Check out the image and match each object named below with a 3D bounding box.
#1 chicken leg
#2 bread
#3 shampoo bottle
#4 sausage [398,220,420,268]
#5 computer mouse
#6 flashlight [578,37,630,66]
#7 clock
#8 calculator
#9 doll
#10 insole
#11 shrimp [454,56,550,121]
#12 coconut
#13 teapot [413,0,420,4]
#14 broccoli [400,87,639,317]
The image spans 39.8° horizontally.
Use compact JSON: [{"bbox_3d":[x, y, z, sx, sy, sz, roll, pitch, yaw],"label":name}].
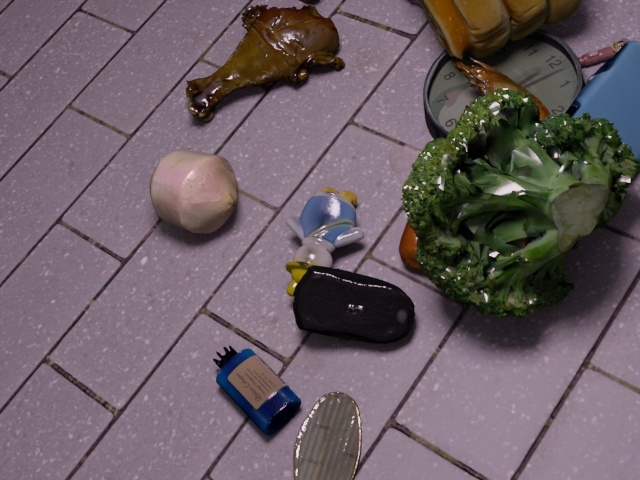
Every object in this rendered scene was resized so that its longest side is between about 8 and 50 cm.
[{"bbox_3d":[-0.139,-0.413,1.928,0.361,0.140,0.211,-19,64,2],"label":"chicken leg"},{"bbox_3d":[0.345,-0.537,1.705,0.342,0.210,0.300,-20,72,0],"label":"bread"},{"bbox_3d":[-0.120,0.255,1.559,0.087,0.050,0.183,-45,57,-8],"label":"shampoo bottle"},{"bbox_3d":[0.218,-0.056,1.621,0.098,0.098,0.238,15,66,25],"label":"sausage"},{"bbox_3d":[0.058,0.116,1.560,0.217,0.073,0.121,12,87,5],"label":"computer mouse"},{"bbox_3d":[0.560,-0.369,1.739,0.110,0.031,0.052,-17,56,8],"label":"flashlight"},{"bbox_3d":[0.358,-0.290,1.737,0.319,0.066,0.318,-8,56,12],"label":"clock"},{"bbox_3d":[0.551,-0.236,1.606,0.173,0.051,0.293,42,76,-2],"label":"calculator"},{"bbox_3d":[0.000,0.000,1.652,0.135,0.099,0.241,25,65,-13],"label":"doll"},{"bbox_3d":[-0.010,0.411,1.451,0.119,0.009,0.348,9,62,22],"label":"insole"},{"bbox_3d":[0.325,-0.243,1.641,0.150,0.068,0.248,-31,61,1],"label":"shrimp"},{"bbox_3d":[-0.239,-0.099,1.754,0.183,0.171,0.170,14,64,28],"label":"coconut"},{"bbox_3d":[0.226,-0.617,1.925,0.178,0.163,0.221,-38,55,-2],"label":"teapot"},{"bbox_3d":[0.315,-0.055,1.450,0.414,0.321,0.310,-3,43,-23],"label":"broccoli"}]
